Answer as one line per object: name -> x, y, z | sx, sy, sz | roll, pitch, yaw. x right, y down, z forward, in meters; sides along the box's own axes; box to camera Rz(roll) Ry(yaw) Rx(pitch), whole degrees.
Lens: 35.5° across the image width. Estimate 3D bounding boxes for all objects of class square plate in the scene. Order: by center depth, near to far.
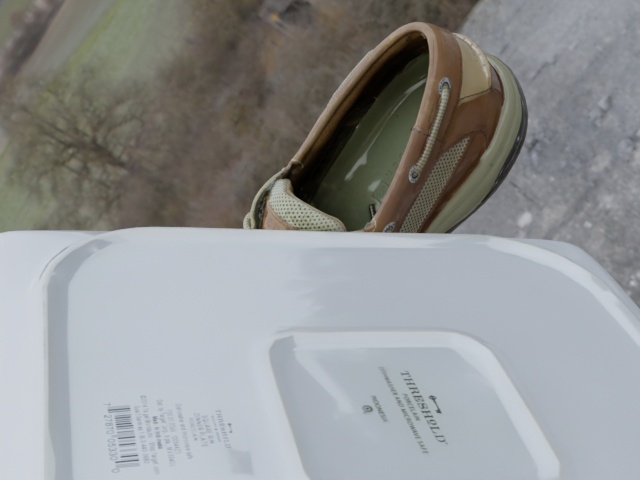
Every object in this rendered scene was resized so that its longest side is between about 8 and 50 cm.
square plate -> 0.029, 0.082, 0.377 | 0.347, 0.344, 0.049 | -115, 31, -56

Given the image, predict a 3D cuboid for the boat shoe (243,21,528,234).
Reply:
boat shoe -> 0.000, 0.000, 0.644 | 0.122, 0.120, 0.324 | 34, 93, 38
